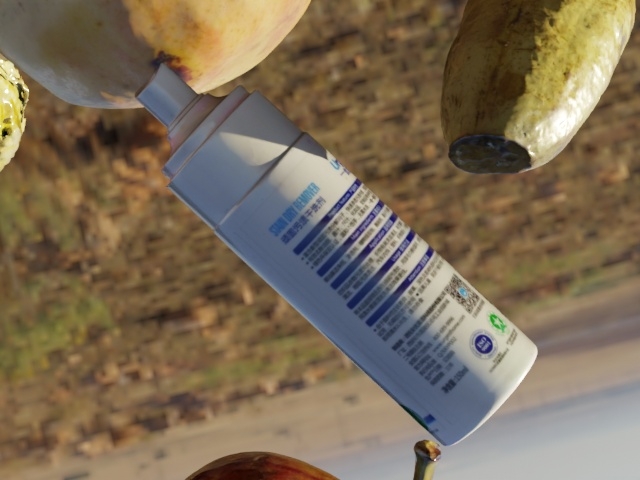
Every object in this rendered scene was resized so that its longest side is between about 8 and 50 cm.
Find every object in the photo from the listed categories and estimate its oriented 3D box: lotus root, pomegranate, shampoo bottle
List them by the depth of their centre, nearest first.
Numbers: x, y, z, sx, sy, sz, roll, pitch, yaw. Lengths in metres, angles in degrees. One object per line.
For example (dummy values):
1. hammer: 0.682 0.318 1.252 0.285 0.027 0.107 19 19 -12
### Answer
1. shampoo bottle: 0.000 0.000 1.135 0.092 0.303 0.092 -48 -177 3
2. lotus root: 0.148 -0.134 1.183 0.110 0.097 0.258 9 -139 16
3. pomegranate: -0.172 -0.284 1.564 0.342 0.342 0.342 -14 172 -2

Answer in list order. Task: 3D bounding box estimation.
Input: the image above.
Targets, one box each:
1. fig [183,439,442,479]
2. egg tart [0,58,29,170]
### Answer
1. fig: -0.006 0.271 1.482 0.249 0.203 0.186 -10 163 5
2. egg tart: -0.481 -0.118 2.211 0.279 0.095 0.279 -28 149 -18
